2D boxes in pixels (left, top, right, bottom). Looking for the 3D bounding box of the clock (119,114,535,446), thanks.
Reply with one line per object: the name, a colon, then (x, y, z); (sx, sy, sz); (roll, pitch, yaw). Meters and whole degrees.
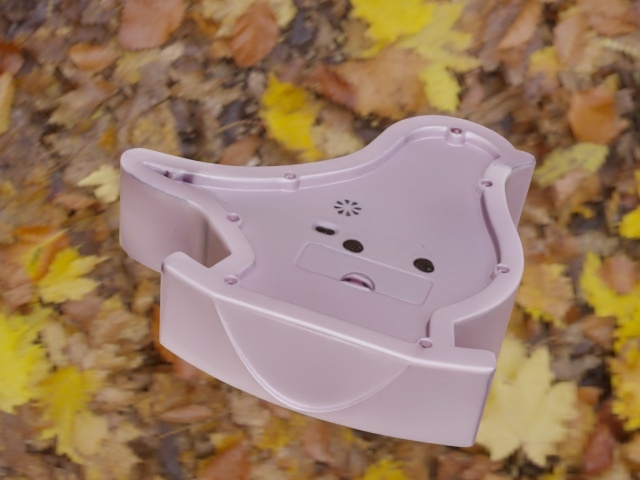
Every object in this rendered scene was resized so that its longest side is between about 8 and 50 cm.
clock: (0.000, 0.000, 1.172); (0.290, 0.080, 0.275); (16, 38, 9)
